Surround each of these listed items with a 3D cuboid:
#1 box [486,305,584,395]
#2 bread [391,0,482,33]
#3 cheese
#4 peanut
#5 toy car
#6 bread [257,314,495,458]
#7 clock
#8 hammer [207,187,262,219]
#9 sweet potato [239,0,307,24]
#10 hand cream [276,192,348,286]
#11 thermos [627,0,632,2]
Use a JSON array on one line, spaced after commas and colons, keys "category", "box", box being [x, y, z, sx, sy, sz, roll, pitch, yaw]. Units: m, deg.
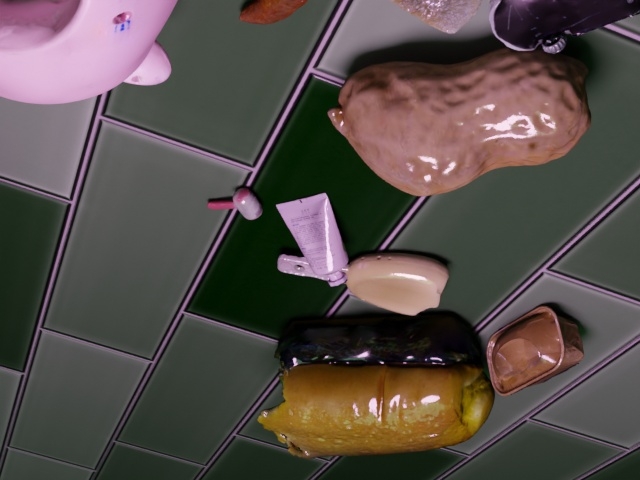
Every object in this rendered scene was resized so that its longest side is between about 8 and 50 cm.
[{"category": "box", "box": [0.328, 0.173, 1.599, 0.111, 0.111, 0.177, 24, 143, -19]}, {"category": "bread", "box": [0.107, -0.278, 1.029, 0.193, 0.036, 0.112, 20, 135, -36]}, {"category": "cheese", "box": [0.061, 0.055, 1.543, 0.256, 0.050, 0.127, 9, 147, 5]}, {"category": "peanut", "box": [0.156, -0.129, 1.158, 0.291, 0.159, 0.143, -3, 169, 19]}, {"category": "toy car", "box": [0.266, -0.254, 1.031, 0.205, 0.056, 0.095, -16, 138, 33]}, {"category": "bread", "box": [0.093, 0.247, 1.691, 0.377, 0.208, 0.251, -6, 147, 17]}, {"category": "clock", "box": [-0.278, -0.284, 0.961, 0.368, 0.250, 0.376, 10, 146, 1]}, {"category": "hammer", "box": [-0.126, -0.050, 1.458, 0.083, 0.031, 0.052, -2, 141, 28]}, {"category": "sweet potato", "box": [-0.026, -0.294, 1.055, 0.078, 0.058, 0.255, 30, 147, 1]}, {"category": "hand cream", "box": [0.000, 0.000, 1.469, 0.084, 0.053, 0.142, -13, 112, 29]}, {"category": "thermos", "box": [0.182, -0.321, 0.898, 0.287, 0.145, 0.182, 10, 112, -3]}]
